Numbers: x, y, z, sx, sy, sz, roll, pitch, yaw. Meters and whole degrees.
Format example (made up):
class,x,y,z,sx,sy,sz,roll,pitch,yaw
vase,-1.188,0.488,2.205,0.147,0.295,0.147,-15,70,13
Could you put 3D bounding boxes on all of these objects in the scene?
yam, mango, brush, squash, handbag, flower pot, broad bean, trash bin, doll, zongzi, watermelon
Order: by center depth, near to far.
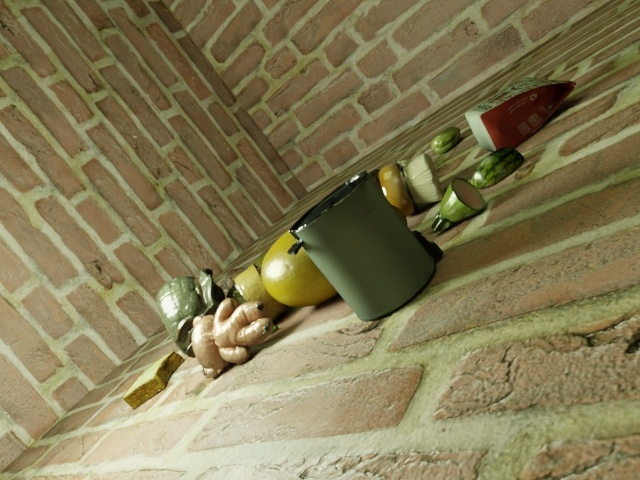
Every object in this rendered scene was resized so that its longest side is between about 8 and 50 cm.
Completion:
class,x,y,z,sx,sy,sz,roll,pitch,yaw
trash bin,0.093,0.014,1.229,0.277,0.262,0.217,-40,10,-12
squash,0.333,-0.076,1.381,0.132,0.105,0.105,-54,-3,41
watermelon,0.473,-0.205,1.477,0.163,0.069,0.087,-36,10,-4
mango,0.036,0.026,1.528,0.445,0.220,0.301,-30,10,24
doll,-0.242,0.275,1.623,0.303,0.201,0.156,-26,-23,26
handbag,0.617,-0.396,1.676,0.298,0.151,0.171,-29,14,5
brush,0.296,-0.176,1.752,0.166,0.174,0.266,-21,-2,15
flower pot,-0.427,0.261,1.934,0.213,0.302,0.302,-26,8,-7
zongzi,-0.225,0.143,2.070,0.323,0.160,0.360,-39,10,-16
broad bean,0.520,-0.422,2.283,0.124,0.082,0.174,-32,12,41
yam,-0.329,0.178,2.398,0.131,0.131,0.279,-41,13,-23

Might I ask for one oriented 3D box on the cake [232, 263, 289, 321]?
class,x,y,z,sx,sy,sz,roll,pitch,yaw
cake,-0.161,0.150,1.747,0.178,0.185,0.208,-37,-2,-13

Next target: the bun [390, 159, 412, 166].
class,x,y,z,sx,sy,sz,roll,pitch,yaw
bun,0.307,-0.247,2.125,0.173,0.120,0.173,-37,12,9

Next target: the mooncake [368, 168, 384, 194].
class,x,y,z,sx,sy,sz,roll,pitch,yaw
mooncake,0.151,-0.128,2.001,0.290,0.161,0.290,-37,8,6

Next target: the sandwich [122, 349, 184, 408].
class,x,y,z,sx,sy,sz,roll,pitch,yaw
sandwich,-0.620,0.514,2.039,0.186,0.065,0.215,-36,10,12

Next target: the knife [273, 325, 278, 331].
class,x,y,z,sx,sy,sz,roll,pitch,yaw
knife,-0.199,0.297,1.691,0.212,0.015,0.054,-28,14,45
